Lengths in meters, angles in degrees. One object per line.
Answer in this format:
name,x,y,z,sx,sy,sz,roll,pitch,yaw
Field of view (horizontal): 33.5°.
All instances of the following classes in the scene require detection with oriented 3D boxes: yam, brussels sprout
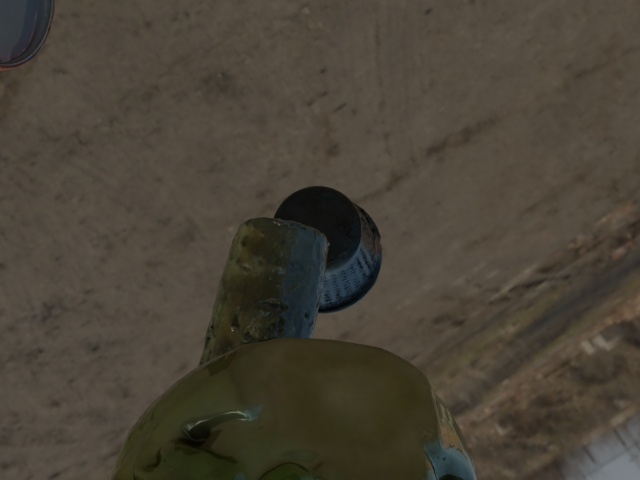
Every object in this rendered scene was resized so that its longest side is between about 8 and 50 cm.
yam,-0.056,0.075,1.060,0.107,0.107,0.194,22,81,-72
brussels sprout,-0.028,0.216,0.806,0.328,0.247,0.328,-10,142,-7

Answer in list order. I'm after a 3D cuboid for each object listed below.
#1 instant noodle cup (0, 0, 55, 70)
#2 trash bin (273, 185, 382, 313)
instant noodle cup,-0.440,-0.283,1.208,0.192,0.250,0.250,1,-179,26
trash bin,0.000,0.000,1.457,0.175,0.175,0.161,-31,165,-6
